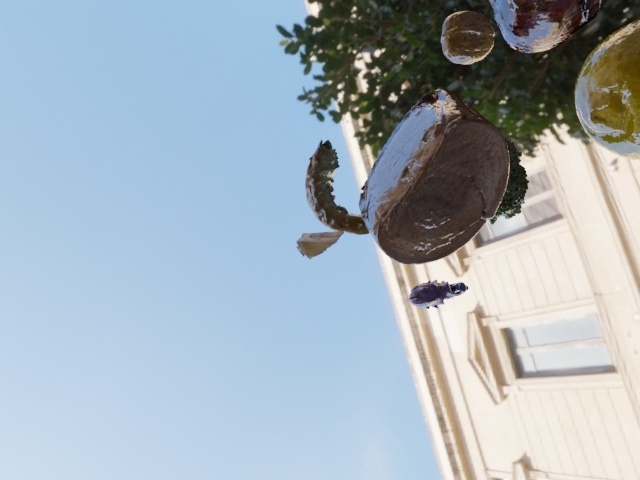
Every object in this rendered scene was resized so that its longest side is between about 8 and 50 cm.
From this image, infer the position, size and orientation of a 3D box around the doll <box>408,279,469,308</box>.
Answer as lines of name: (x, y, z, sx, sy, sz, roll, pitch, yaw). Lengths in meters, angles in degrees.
doll: (0.272, 0.121, 1.203, 0.206, 0.110, 0.067, -2, -110, -42)

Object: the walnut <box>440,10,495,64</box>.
walnut: (0.446, -0.615, 1.586, 0.167, 0.149, 0.166, 0, -88, -12)

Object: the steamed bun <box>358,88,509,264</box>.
steamed bun: (0.222, -0.108, 0.989, 0.199, 0.301, 0.251, 28, -160, -17)

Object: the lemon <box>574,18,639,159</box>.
lemon: (0.775, -0.352, 1.207, 0.348, 0.348, 0.348, 10, -110, -27)

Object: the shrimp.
shrimp: (0.038, -0.117, 1.441, 0.068, 0.185, 0.287, -15, -113, -43)

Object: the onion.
onion: (0.372, -0.443, 0.867, 0.246, 0.190, 0.246, -12, -90, -74)

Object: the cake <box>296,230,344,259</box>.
cake: (0.000, 0.000, 1.294, 0.065, 0.121, 0.052, 50, -138, -15)

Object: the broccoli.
broccoli: (0.448, -0.181, 1.446, 0.260, 0.235, 0.288, 49, -139, -44)
